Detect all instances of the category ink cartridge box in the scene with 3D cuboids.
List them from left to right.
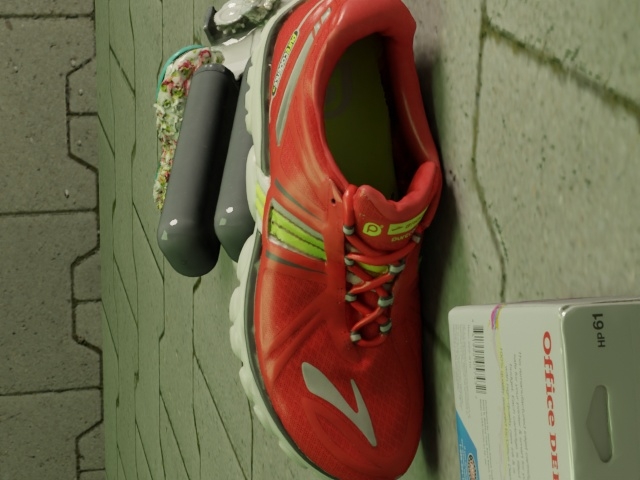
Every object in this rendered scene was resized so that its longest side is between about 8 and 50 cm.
[{"bbox_3d":[0.094,0.067,0.555,0.122,0.052,0.089,167,99,-77],"label":"ink cartridge box"}]

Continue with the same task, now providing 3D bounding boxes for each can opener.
[{"bbox_3d":[-0.042,-0.079,0.934,0.280,0.074,0.093,-81,-29,-49],"label":"can opener"}]

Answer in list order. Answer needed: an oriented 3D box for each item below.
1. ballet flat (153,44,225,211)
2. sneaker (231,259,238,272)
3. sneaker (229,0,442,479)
[{"bbox_3d":[-0.101,-0.081,1.298,0.077,0.091,0.241,55,160,20],"label":"ballet flat"},{"bbox_3d":[-0.069,-0.044,1.178,0.152,0.058,0.085,-118,22,-51],"label":"sneaker"},{"bbox_3d":[0.015,0.000,0.773,0.118,0.107,0.279,-179,83,-65],"label":"sneaker"}]
